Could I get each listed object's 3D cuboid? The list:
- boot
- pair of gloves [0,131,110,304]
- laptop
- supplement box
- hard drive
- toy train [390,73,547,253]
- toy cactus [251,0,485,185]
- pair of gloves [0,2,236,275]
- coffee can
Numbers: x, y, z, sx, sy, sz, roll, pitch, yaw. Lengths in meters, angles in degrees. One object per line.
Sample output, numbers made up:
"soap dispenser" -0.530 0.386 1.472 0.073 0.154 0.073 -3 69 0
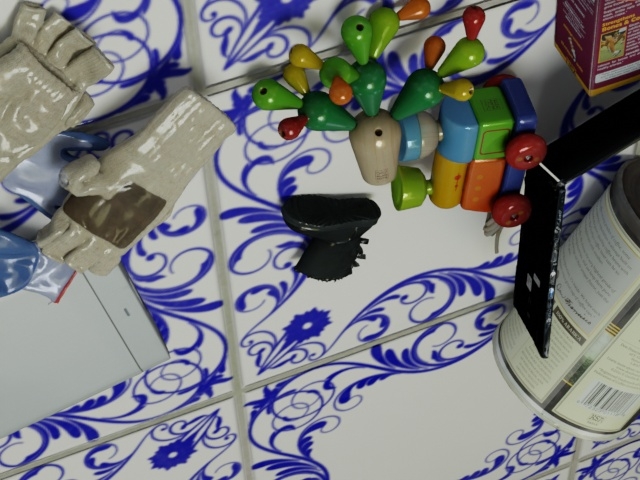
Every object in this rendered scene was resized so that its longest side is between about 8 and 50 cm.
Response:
"boot" -0.001 0.000 1.589 0.121 0.045 0.099 -2 140 -32
"pair of gloves" -0.270 -0.020 1.369 0.159 0.023 0.198 20 110 -36
"laptop" 0.285 -0.030 1.550 0.136 0.234 0.264 5 99 1
"supplement box" 0.288 -0.239 1.445 0.104 0.081 0.188 -20 144 -10
"hard drive" -0.345 0.123 1.513 0.353 0.047 0.233 -24 144 -4
"toy train" 0.136 -0.054 1.569 0.143 0.105 0.248 -7 141 -11
"toy cactus" 0.053 -0.125 1.402 0.219 0.112 0.181 -21 133 -12
"pair of gloves" -0.213 -0.078 1.315 0.240 0.042 0.204 26 110 -38
"coffee can" 0.353 0.070 1.768 0.201 0.202 0.275 4 135 -36
